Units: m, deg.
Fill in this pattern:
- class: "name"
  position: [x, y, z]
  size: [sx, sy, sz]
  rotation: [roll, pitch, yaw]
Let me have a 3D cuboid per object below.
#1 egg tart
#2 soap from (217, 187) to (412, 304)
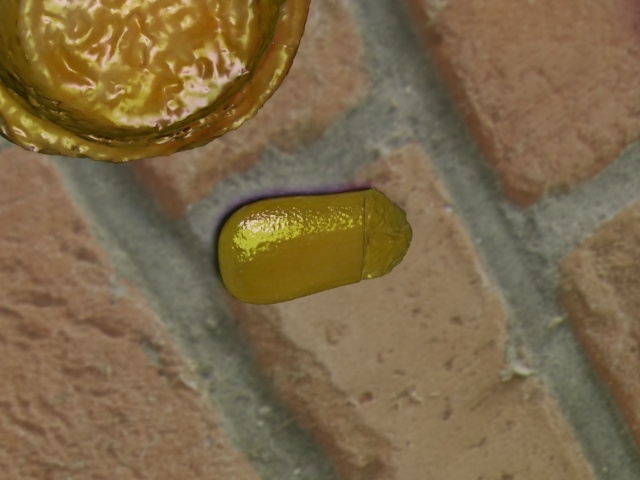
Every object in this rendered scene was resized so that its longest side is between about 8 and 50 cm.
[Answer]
- class: "egg tart"
  position: [-0.134, -0.170, 1.081]
  size: [0.288, 0.118, 0.288]
  rotation: [-7, 115, -15]
- class: "soap"
  position: [0.000, 0.000, 1.256]
  size: [0.168, 0.033, 0.089]
  rotation: [-13, 120, -18]
